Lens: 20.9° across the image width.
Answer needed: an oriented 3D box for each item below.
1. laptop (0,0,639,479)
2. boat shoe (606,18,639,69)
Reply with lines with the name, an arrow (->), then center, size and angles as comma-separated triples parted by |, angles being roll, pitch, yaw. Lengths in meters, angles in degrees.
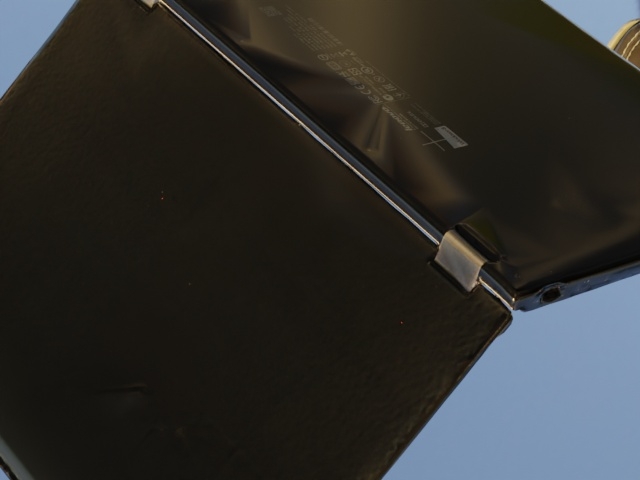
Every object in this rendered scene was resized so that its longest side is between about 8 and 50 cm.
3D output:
laptop -> 0.000, 0.000, 1.063 | 0.408, 0.236, 0.382 | -15, -135, -38
boat shoe -> 0.268, -0.082, 1.497 | 0.081, 0.228, 0.068 | 14, 178, -15
